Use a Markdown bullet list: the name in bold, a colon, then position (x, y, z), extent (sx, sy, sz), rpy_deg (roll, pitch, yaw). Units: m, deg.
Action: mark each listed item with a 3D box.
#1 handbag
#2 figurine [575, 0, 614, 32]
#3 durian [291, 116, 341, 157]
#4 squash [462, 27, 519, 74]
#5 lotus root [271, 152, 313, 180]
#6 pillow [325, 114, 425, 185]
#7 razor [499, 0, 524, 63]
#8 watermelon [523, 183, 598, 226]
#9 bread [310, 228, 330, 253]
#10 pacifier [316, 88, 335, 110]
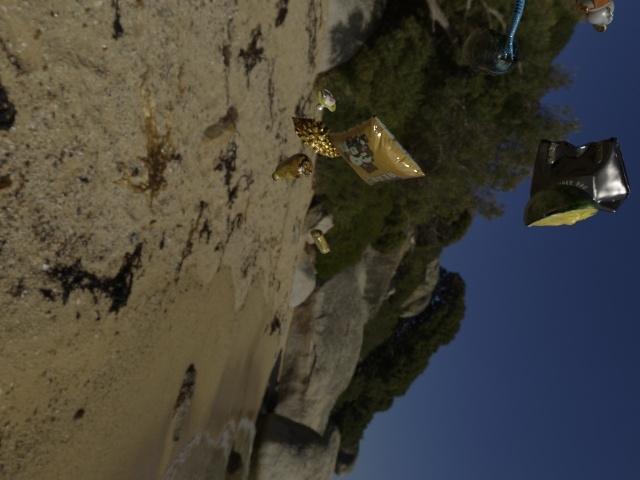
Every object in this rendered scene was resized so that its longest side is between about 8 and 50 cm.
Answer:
- **handbag**: position (0.968, -0.252, 1.703), extent (0.152, 0.343, 0.287), rpy_deg (-47, 130, -38)
- **figurine**: position (1.050, -0.904, 1.718), extent (0.271, 0.144, 0.143), rpy_deg (60, 27, -47)
- **durian**: position (0.020, -0.507, 2.223), extent (0.112, 0.341, 0.191), rpy_deg (-48, -136, 25)
- **squash**: position (0.778, -0.863, 2.063), extent (0.252, 0.252, 0.165), rpy_deg (-84, -161, -80)
- **lotus root**: position (-0.114, -0.277, 1.729), extent (0.108, 0.191, 0.094), rpy_deg (22, 69, -48)
- **pillow**: position (0.206, -0.335, 1.754), extent (0.310, 0.312, 0.119), rpy_deg (-7, -133, 54)
- **razor**: position (0.740, -0.808, 1.720), extent (0.082, 0.042, 0.253), rpy_deg (39, -35, 39)
- **watermelon**: position (0.746, -0.112, 1.424), extent (0.204, 0.232, 0.127), rpy_deg (-25, -112, 60)
- **bread**: position (0.000, 0.000, 1.291), extent (0.049, 0.034, 0.088), rpy_deg (37, -21, 52)
- **pacifier**: position (0.011, -0.448, 1.455), extent (0.083, 0.064, 0.068), rpy_deg (16, 58, -46)
